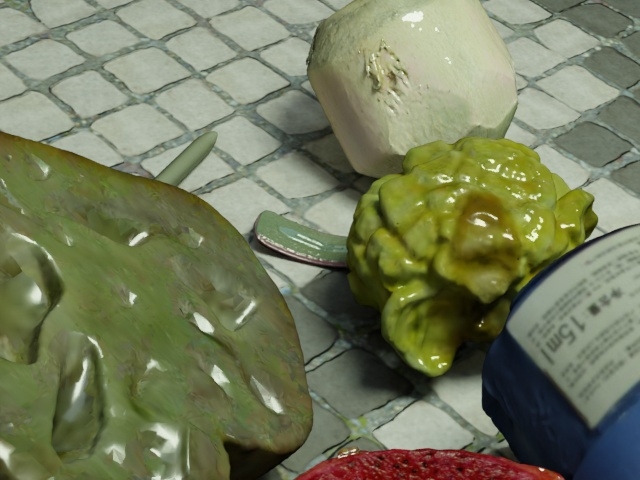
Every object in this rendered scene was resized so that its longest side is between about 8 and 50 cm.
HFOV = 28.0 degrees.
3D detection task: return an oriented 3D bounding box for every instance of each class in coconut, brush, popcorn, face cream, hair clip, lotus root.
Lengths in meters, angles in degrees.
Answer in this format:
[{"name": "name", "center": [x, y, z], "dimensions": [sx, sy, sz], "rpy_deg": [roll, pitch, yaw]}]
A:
[{"name": "coconut", "center": [0.107, -0.158, 1.363], "dimensions": [0.224, 0.224, 0.234], "rpy_deg": [-24, 86, -33]}, {"name": "brush", "center": [-0.179, -0.043, 1.300], "dimensions": [0.042, 0.039, 0.299], "rpy_deg": [20, 40, 14]}, {"name": "popcorn", "center": [0.140, 0.015, 1.185], "dimensions": [0.235, 0.181, 0.217], "rpy_deg": [4, 42, 1]}, {"name": "face cream", "center": [0.279, 0.139, 1.015], "dimensions": [0.249, 0.249, 0.225], "rpy_deg": [-11, 45, -22]}, {"name": "hair clip", "center": [-0.001, 0.001, 1.295], "dimensions": [0.137, 0.022, 0.054], "rpy_deg": [12, 40, 3]}, {"name": "lotus root", "center": [-0.183, 0.067, 0.993], "dimensions": [0.375, 0.111, 0.390], "rpy_deg": [44, 32, 0]}]

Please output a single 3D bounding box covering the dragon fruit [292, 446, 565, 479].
[{"name": "dragon fruit", "center": [0.078, 0.249, 0.951], "dimensions": [0.274, 0.161, 0.126], "rpy_deg": [4, 21, 11]}]
